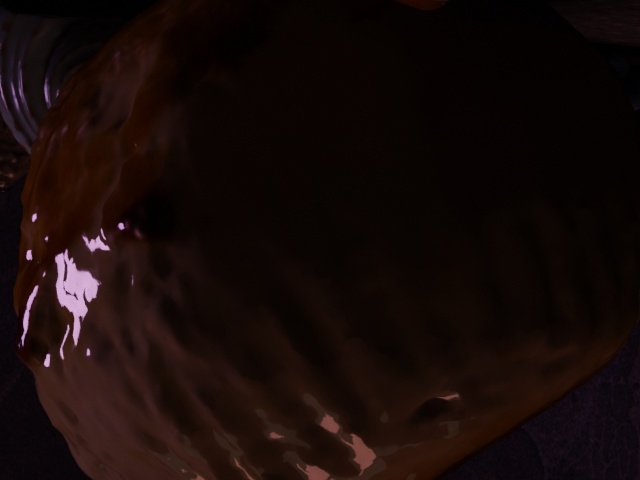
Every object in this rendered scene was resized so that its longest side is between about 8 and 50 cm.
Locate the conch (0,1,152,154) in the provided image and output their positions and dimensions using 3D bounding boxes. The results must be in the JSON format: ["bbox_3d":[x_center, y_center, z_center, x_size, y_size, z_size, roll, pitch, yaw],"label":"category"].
[{"bbox_3d":[-0.152,-0.101,1.235,0.172,0.131,0.200,3,178,8],"label":"conch"}]

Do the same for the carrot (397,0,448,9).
[{"bbox_3d":[-0.035,-0.146,0.698,0.209,0.061,0.061,10,176,-32],"label":"carrot"}]

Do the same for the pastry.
[{"bbox_3d":[0.000,0.000,1.004,0.388,0.313,0.388,-28,172,-5],"label":"pastry"}]

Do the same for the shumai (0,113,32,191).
[{"bbox_3d":[-0.310,-0.109,1.514,0.145,0.146,0.116,4,-175,-12],"label":"shumai"}]

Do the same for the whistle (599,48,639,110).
[{"bbox_3d":[0.183,-0.063,1.266,0.269,0.180,0.093,35,-175,-16],"label":"whistle"}]

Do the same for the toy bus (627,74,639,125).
[{"bbox_3d":[0.306,-0.062,1.368,0.329,0.136,0.109,3,-174,9],"label":"toy bus"}]
